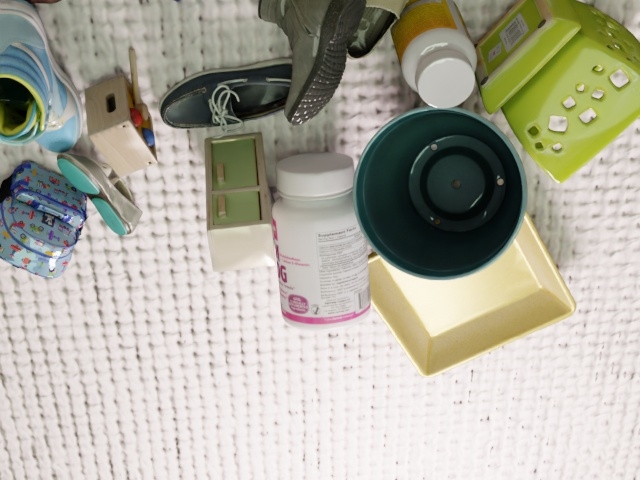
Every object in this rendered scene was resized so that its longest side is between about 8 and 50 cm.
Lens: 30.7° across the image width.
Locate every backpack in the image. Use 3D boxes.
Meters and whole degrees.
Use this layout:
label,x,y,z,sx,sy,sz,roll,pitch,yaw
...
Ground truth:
label,x,y,z,sx,sy,sz,roll,pitch,yaw
backpack,-0.474,-0.027,1.959,0.158,0.173,0.117,29,119,-24

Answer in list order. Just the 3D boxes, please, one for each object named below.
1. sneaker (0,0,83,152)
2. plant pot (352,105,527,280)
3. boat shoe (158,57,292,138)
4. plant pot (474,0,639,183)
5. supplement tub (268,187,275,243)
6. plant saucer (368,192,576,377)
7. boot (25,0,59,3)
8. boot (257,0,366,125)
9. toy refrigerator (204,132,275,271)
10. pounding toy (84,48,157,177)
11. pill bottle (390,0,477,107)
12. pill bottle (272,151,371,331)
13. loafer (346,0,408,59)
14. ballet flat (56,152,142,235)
label,x,y,z,sx,sy,sz,roll,pitch,yaw
sneaker,-0.450,-0.192,1.786,0.127,0.208,0.319,-12,144,4
plant pot,0.212,-0.085,1.915,0.271,0.255,0.272,2,96,14
boat shoe,-0.141,-0.227,1.906,0.254,0.079,0.095,-11,127,1
plant pot,0.373,-0.269,1.854,0.207,0.228,0.227,35,116,-20
supplement tub,-0.108,-0.047,2.052,0.071,0.071,0.107,-18,127,6
plant saucer,0.267,0.072,2.181,0.332,0.081,0.333,-26,125,13
boot,-0.447,-0.401,1.678,0.206,0.090,0.248,-17,163,10
boot,-0.035,-0.319,1.821,0.083,0.161,0.246,-18,138,-52
toy refrigerator,-0.134,-0.071,1.906,0.102,0.269,0.094,-6,128,-2
pounding toy,-0.314,-0.207,1.883,0.100,0.141,0.130,-20,141,8
pill bottle,0.178,-0.294,1.812,0.117,0.208,0.118,-3,127,-5
pill bottle,0.000,0.000,2.012,0.160,0.160,0.283,-5,109,-3
loafer,0.098,-0.389,1.805,0.102,0.092,0.268,12,124,-16
ballet flat,-0.373,-0.094,1.985,0.072,0.068,0.213,9,147,35
